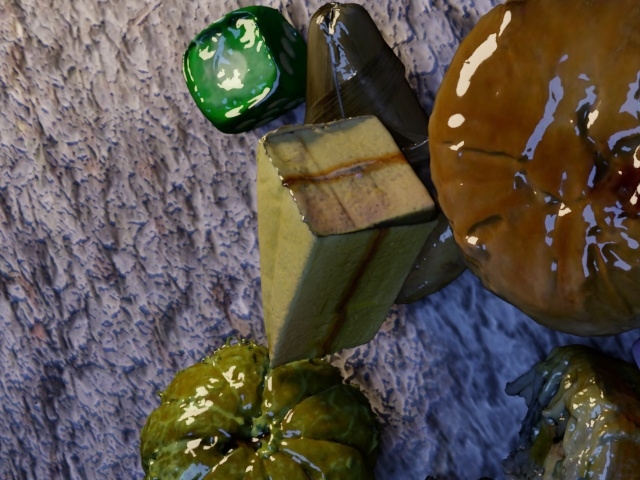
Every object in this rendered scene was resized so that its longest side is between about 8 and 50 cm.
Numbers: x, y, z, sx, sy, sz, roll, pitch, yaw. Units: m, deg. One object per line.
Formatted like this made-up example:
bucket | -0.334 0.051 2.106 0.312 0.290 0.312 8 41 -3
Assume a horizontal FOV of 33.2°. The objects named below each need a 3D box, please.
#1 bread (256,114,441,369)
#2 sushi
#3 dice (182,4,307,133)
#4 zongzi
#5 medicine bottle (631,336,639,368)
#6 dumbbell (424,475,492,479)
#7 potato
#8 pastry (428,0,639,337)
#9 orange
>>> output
bread | 0.000 0.004 1.252 0.163 0.168 0.264 60 146 31
sushi | 0.299 0.224 1.195 0.139 0.274 0.184 23 110 -7
dice | -0.090 -0.217 1.377 0.131 0.120 0.128 -30 83 26
zongzi | -0.003 -0.159 1.321 0.242 0.112 0.221 -22 107 24
medicine bottle | 0.474 0.088 1.130 0.254 0.152 0.152 -45 76 20
dumbbell | 0.236 0.345 1.291 0.255 0.110 0.110 24 103 28
potato | 0.126 0.011 1.318 0.107 0.080 0.170 48 119 4
pastry | 0.310 -0.095 1.131 0.410 0.245 0.409 -1 89 33
orange | -0.080 0.276 1.331 0.301 0.223 0.300 9 54 3
